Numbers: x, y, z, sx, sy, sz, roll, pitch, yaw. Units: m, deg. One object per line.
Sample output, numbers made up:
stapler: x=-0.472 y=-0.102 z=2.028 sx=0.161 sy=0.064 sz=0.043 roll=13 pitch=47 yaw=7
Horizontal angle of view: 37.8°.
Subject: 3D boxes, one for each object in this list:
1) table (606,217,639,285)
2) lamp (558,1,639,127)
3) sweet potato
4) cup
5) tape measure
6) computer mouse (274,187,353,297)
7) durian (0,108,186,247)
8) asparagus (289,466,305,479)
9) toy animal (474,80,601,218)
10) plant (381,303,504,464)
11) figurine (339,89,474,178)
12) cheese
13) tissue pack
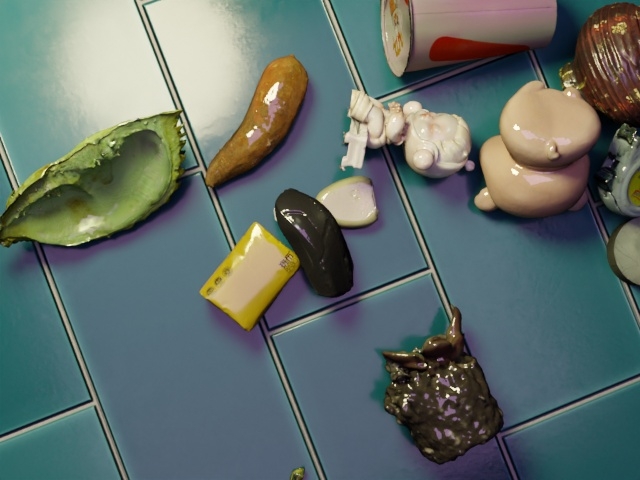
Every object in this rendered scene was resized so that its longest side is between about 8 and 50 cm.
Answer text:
table: x=0.611 y=0.021 z=1.759 sx=0.133 sy=0.043 sz=0.133 roll=0 pitch=86 yaw=-3
lamp: x=0.555 y=-0.313 z=1.696 sx=0.247 sy=0.247 sz=0.247 roll=0 pitch=86 yaw=-3
sweet potato: x=-0.109 y=-0.211 z=1.710 sx=0.097 sy=0.097 sz=0.292 roll=31 pitch=86 yaw=-1
cup: x=0.270 y=-0.407 z=1.709 sx=0.288 sy=0.203 sz=0.203 roll=-7 pitch=86 yaw=-10
tape measure: x=0.646 y=-0.099 z=1.751 sx=0.330 sy=0.084 sz=0.164 roll=20 pitch=111 yaw=-32
computer mouse: x=0.000 y=0.000 z=1.668 sx=0.073 sy=0.122 sz=0.217 roll=-20 pitch=108 yaw=30
durian: x=-0.389 y=-0.091 z=1.632 sx=0.394 sy=0.198 sz=0.163 roll=-29 pitch=89 yaw=-3
asparagus: x=-0.052 y=0.464 z=1.699 sx=0.021 sy=0.025 sz=0.108 roll=18 pitch=85 yaw=-12
toy animal: x=0.398 y=-0.157 z=1.670 sx=0.210 sy=0.221 sz=0.229 roll=5 pitch=85 yaw=0
plant: x=0.209 y=0.266 z=1.652 sx=0.204 sy=0.178 sz=0.234 roll=-27 pitch=94 yaw=-4
figurine: x=0.167 y=-0.178 z=1.694 sx=0.257 sy=0.182 sz=0.144 roll=12 pitch=101 yaw=-5
cheese: x=0.009 y=-0.063 z=1.732 sx=0.192 sy=0.037 sz=0.097 roll=-9 pitch=86 yaw=-5
tissue pack: x=-0.123 y=0.065 z=1.693 sx=0.120 sy=0.082 sz=0.169 roll=39 pitch=85 yaw=-2
